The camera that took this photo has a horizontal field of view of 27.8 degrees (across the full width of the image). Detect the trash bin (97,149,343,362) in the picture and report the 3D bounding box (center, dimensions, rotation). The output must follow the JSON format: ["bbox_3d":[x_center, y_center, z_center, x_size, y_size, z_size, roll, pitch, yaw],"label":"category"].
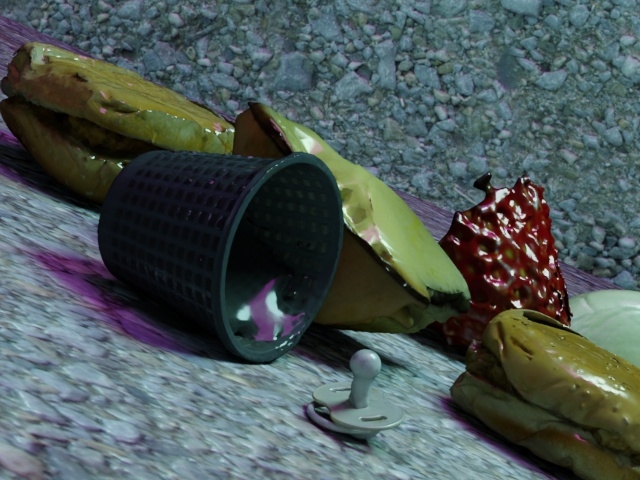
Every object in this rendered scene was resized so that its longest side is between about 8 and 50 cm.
[{"bbox_3d":[-0.090,-0.005,1.084,0.161,0.176,0.175,18,4,31],"label":"trash bin"}]

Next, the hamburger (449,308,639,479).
[{"bbox_3d":[0.227,0.147,1.189,0.213,0.108,0.214,27,11,-6],"label":"hamburger"}]

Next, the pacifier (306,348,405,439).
[{"bbox_3d":[0.026,0.112,0.969,0.068,0.064,0.083,1,17,-23],"label":"pacifier"}]

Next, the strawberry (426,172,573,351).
[{"bbox_3d":[0.213,0.050,1.466,0.178,0.234,0.234,49,17,20],"label":"strawberry"}]

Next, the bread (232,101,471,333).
[{"bbox_3d":[0.000,0.000,1.229,0.262,0.162,0.204,47,6,24],"label":"bread"}]

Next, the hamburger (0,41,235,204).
[{"bbox_3d":[-0.230,-0.119,1.461,0.259,0.145,0.283,13,17,-36],"label":"hamburger"}]

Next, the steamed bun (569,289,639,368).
[{"bbox_3d":[0.381,0.129,1.544,0.238,0.153,0.170,27,8,8],"label":"steamed bun"}]
